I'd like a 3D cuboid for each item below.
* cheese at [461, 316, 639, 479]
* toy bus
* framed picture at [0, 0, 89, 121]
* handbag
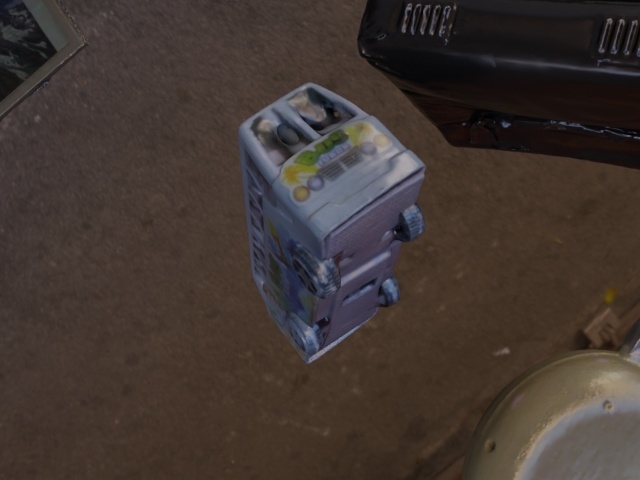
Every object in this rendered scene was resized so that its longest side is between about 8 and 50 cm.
[{"bbox_3d":[0.140,0.084,0.370,0.171,0.047,0.092,-38,101,-2],"label":"cheese"},{"bbox_3d":[0.000,0.000,0.696,0.109,0.136,0.330,-33,161,-16],"label":"toy bus"},{"bbox_3d":[-0.434,-0.240,0.970,0.281,0.019,0.209,-35,93,20],"label":"framed picture"},{"bbox_3d":[0.188,-0.121,0.619,0.244,0.275,0.088,29,75,-58],"label":"handbag"}]
